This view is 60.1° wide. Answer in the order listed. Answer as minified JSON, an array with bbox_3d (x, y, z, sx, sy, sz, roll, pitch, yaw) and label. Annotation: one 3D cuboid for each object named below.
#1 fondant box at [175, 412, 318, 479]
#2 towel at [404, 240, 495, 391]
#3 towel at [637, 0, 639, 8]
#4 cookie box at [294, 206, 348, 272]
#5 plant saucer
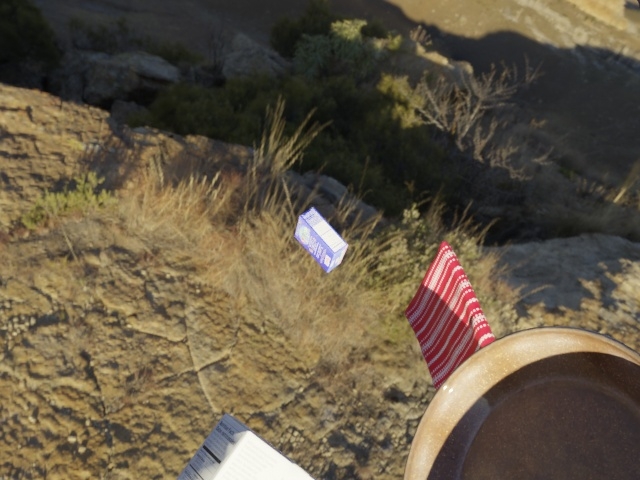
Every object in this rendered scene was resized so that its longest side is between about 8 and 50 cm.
[{"bbox_3d":[-0.143,0.468,0.819,0.238,0.096,0.330,46,70,-24],"label":"fondant box"},{"bbox_3d":[0.206,0.165,0.860,0.031,0.198,0.274,-2,50,-16],"label":"towel"},{"bbox_3d":[0.307,-0.299,0.403,0.308,0.076,0.228,47,-10,-26],"label":"towel"},{"bbox_3d":[0.000,0.000,1.112,0.040,0.091,0.107,-35,74,-23],"label":"cookie box"},{"bbox_3d":[0.129,0.148,0.324,0.036,0.198,0.198,31,30,-25],"label":"plant saucer"}]
